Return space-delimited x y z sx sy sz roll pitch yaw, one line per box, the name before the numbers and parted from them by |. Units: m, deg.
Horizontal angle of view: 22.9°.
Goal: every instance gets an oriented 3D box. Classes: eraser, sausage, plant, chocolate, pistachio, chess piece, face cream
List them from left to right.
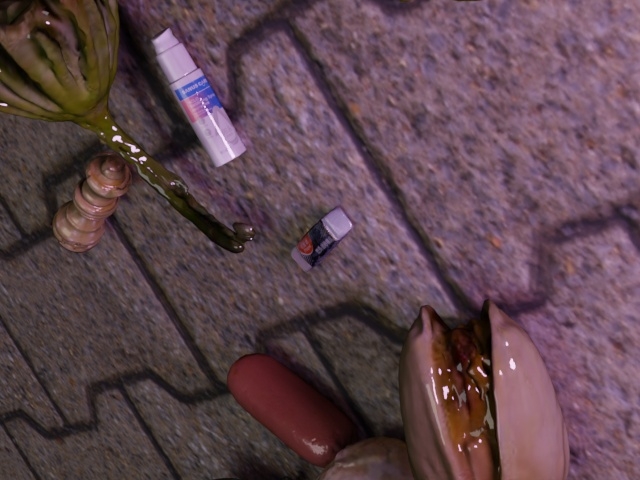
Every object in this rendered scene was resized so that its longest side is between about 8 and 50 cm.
plant | -0.238 -0.112 1.476 0.251 0.180 0.333 17 135 65
chess piece | -0.237 -0.045 1.659 0.060 0.060 0.172 52 148 5
face cream | -0.112 -0.129 1.412 0.034 0.034 0.130 -16 105 59
sausage | -0.026 0.168 1.556 0.154 0.062 0.062 36 145 31
eraser | 0.000 0.000 1.393 0.027 0.019 0.099 53 151 5
chocolate | 0.036 0.329 1.517 0.134 0.134 0.309 30 123 37
pistachio | 0.129 0.139 1.259 0.130 0.131 0.206 -9 115 9

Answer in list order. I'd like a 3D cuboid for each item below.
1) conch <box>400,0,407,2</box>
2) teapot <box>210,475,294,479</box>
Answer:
conch | 0.094 -0.200 1.012 0.201 0.080 0.094 14 112 61
teapot | -0.080 0.348 1.754 0.193 0.129 0.294 43 146 18
